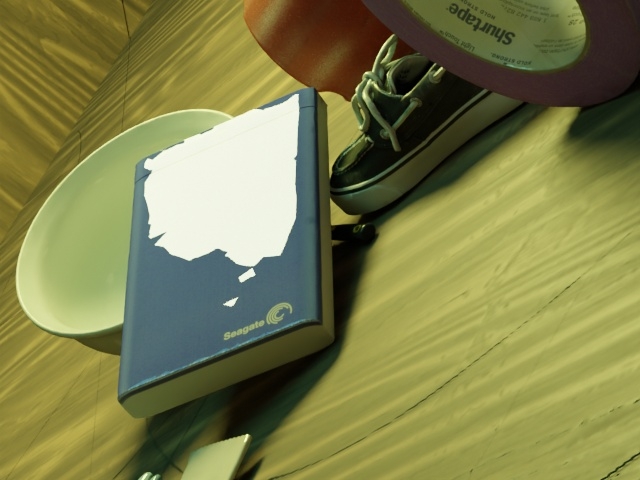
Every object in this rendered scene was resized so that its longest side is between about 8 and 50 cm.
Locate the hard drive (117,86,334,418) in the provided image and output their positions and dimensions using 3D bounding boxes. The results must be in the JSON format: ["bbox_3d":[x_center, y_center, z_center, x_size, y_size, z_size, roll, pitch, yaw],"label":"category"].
[{"bbox_3d":[-0.088,0.005,1.848,0.210,0.040,0.318,-22,41,19],"label":"hard drive"}]

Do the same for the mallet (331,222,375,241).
[{"bbox_3d":[0.000,0.000,1.892,0.062,0.039,0.190,-54,19,-7],"label":"mallet"}]

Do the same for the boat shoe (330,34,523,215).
[{"bbox_3d":[0.086,-0.127,1.787,0.306,0.105,0.113,-33,24,49],"label":"boat shoe"}]

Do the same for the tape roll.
[{"bbox_3d":[0.143,-0.224,1.519,0.090,0.275,0.275,-58,16,-21],"label":"tape roll"}]

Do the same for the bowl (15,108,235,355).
[{"bbox_3d":[-0.159,0.015,2.035,0.298,0.134,0.298,-22,40,21],"label":"bowl"}]

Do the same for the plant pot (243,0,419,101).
[{"bbox_3d":[0.065,-0.299,1.998,0.265,0.272,0.272,-50,13,39],"label":"plant pot"}]

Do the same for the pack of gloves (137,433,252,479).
[{"bbox_3d":[-0.149,0.289,1.680,0.195,0.046,0.232,-20,36,42],"label":"pack of gloves"}]
